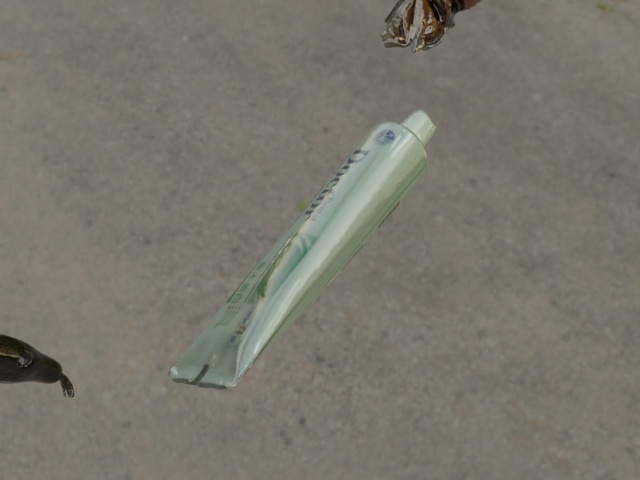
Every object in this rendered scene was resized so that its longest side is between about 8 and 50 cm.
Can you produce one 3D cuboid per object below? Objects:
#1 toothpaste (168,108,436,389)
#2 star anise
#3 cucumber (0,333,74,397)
[{"bbox_3d":[0.000,0.000,0.578,0.064,0.041,0.218,-1,41,52],"label":"toothpaste"},{"bbox_3d":[0.105,-0.223,0.980,0.056,0.124,0.129,46,1,-20],"label":"star anise"},{"bbox_3d":[-0.238,0.089,0.784,0.039,0.043,0.163,0,-13,31],"label":"cucumber"}]
